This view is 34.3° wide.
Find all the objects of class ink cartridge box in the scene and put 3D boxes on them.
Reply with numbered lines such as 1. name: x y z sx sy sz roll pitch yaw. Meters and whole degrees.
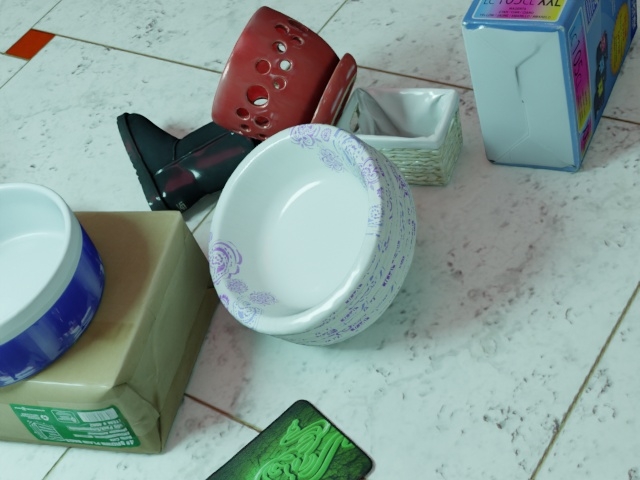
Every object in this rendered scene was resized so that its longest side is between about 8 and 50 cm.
1. ink cartridge box: 0.353 -0.334 1.503 0.151 0.270 0.395 10 54 26

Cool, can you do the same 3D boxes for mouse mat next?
1. mouse mat: -0.047 0.293 1.268 0.190 0.007 0.152 -39 47 -17

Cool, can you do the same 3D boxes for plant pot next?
1. plant pot: -0.047 -0.230 1.541 0.174 0.191 0.191 23 55 1

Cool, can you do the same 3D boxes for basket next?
1. basket: 0.121 -0.154 1.546 0.167 0.103 0.113 6 51 25

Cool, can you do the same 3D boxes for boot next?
1. boot: -0.204 -0.156 1.678 0.207 0.094 0.246 -28 51 -1

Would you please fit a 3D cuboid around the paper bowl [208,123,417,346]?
1. paper bowl: 0.000 0.000 1.377 0.284 0.148 0.284 -13 66 32

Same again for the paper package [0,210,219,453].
1. paper package: -0.340 0.119 1.429 0.325 0.168 0.309 0 51 21

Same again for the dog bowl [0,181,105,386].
1. dog bowl: -0.416 0.055 1.328 0.265 0.104 0.265 -11 47 13
